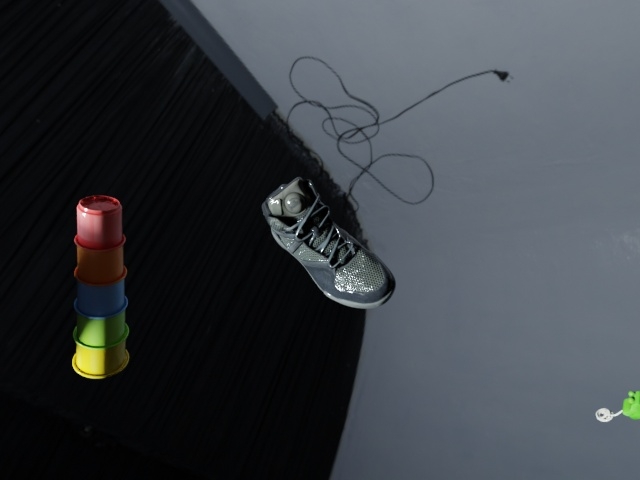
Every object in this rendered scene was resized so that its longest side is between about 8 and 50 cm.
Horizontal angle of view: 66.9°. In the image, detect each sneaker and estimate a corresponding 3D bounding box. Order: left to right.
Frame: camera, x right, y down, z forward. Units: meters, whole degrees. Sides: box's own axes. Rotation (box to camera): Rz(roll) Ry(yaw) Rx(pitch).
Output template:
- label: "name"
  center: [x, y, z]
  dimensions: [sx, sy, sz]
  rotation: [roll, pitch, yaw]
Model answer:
- label: "sneaker"
  center: [0.000, 0.000, 0.649]
  dimensions: [0.227, 0.087, 0.130]
  rotation: [42, 170, 31]

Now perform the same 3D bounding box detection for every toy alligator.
- label: "toy alligator"
  center: [0.478, 0.235, 0.704]
  dimensions: [0.051, 0.056, 0.189]
  rotation: [46, 143, -9]

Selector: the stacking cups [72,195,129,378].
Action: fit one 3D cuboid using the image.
- label: "stacking cups"
  center: [-0.364, 0.078, 0.815]
  dimensions: [0.095, 0.096, 0.317]
  rotation: [17, 114, 8]
